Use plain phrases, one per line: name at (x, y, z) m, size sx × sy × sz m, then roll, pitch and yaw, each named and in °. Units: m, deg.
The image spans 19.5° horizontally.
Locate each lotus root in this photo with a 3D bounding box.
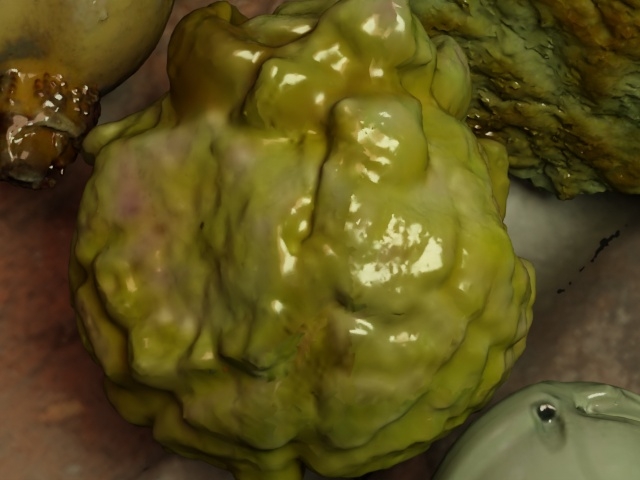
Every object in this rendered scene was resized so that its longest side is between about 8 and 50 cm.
lotus root at (-0.155, -0.188, 0.997) m, size 0.169 × 0.151 × 0.342 m, roll -7°, pitch 77°, yaw 2°

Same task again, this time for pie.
pie at (0.207, -0.083, 0.941) m, size 0.371 × 0.296 × 0.078 m, roll 21°, pitch 64°, yaw 1°

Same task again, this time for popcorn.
popcorn at (0.000, 0.000, 0.925) m, size 0.259 × 0.212 × 0.259 m, roll -7°, pitch 77°, yaw 31°

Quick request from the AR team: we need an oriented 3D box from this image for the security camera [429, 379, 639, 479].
security camera at (0.180, 0.162, 0.909) m, size 0.277 × 0.191 × 0.197 m, roll 5°, pitch 27°, yaw -6°
